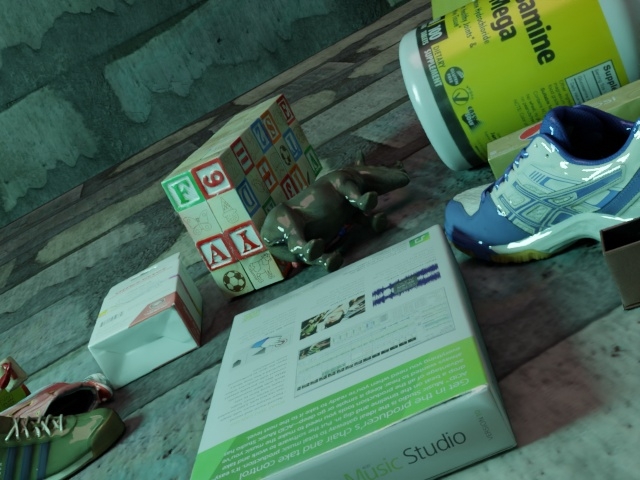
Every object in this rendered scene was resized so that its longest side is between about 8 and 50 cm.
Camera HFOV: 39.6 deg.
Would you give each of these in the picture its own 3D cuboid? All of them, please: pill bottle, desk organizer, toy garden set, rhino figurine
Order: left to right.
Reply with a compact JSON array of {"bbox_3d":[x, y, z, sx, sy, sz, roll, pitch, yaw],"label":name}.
[{"bbox_3d":[-0.403,0.193,0.964,0.204,0.049,0.244,-40,-6,-34],"label":"toy garden set"},{"bbox_3d":[0.025,-0.046,1.079,0.106,0.073,0.243,20,44,35],"label":"rhino figurine"},{"bbox_3d":[0.278,-0.226,1.059,0.334,0.188,0.188,-22,18,19],"label":"pill bottle"},{"bbox_3d":[0.276,0.001,0.649,0.130,0.050,0.047,-21,19,22],"label":"desk organizer"}]

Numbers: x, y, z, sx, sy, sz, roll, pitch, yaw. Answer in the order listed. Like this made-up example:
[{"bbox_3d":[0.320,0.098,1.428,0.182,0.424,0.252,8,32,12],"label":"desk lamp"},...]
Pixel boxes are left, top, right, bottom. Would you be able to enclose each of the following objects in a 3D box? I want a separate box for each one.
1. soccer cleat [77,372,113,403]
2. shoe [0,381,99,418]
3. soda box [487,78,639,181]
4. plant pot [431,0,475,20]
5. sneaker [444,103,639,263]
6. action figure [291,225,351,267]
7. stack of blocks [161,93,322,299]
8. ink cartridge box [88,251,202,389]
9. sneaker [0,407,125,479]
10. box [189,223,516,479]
[{"bbox_3d":[-0.258,0.168,1.025,0.083,0.029,0.035,-14,26,50],"label":"soccer cleat"},{"bbox_3d":[-0.318,0.207,0.940,0.081,0.063,0.178,-17,15,48],"label":"shoe"},{"bbox_3d":[0.273,-0.106,0.947,0.181,0.058,0.061,-23,18,18],"label":"soda box"},{"bbox_3d":[0.294,-0.352,1.397,0.212,0.187,0.212,-31,17,-9],"label":"plant pot"},{"bbox_3d":[0.215,-0.060,0.785,0.112,0.131,0.296,-42,21,-33],"label":"sneaker"},{"bbox_3d":[0.000,0.000,1.113,0.038,0.030,0.115,-4,31,43],"label":"action figure"},{"bbox_3d":[-0.085,-0.070,1.196,0.087,0.171,0.297,-21,18,22],"label":"stack of blocks"},{"bbox_3d":[-0.210,0.092,1.102,0.115,0.067,0.198,-27,19,3],"label":"ink cartridge box"},{"bbox_3d":[-0.298,0.205,0.880,0.192,0.086,0.064,-30,17,-8],"label":"sneaker"},{"bbox_3d":[0.020,0.106,0.736,0.232,0.058,0.322,-25,16,11],"label":"box"}]
